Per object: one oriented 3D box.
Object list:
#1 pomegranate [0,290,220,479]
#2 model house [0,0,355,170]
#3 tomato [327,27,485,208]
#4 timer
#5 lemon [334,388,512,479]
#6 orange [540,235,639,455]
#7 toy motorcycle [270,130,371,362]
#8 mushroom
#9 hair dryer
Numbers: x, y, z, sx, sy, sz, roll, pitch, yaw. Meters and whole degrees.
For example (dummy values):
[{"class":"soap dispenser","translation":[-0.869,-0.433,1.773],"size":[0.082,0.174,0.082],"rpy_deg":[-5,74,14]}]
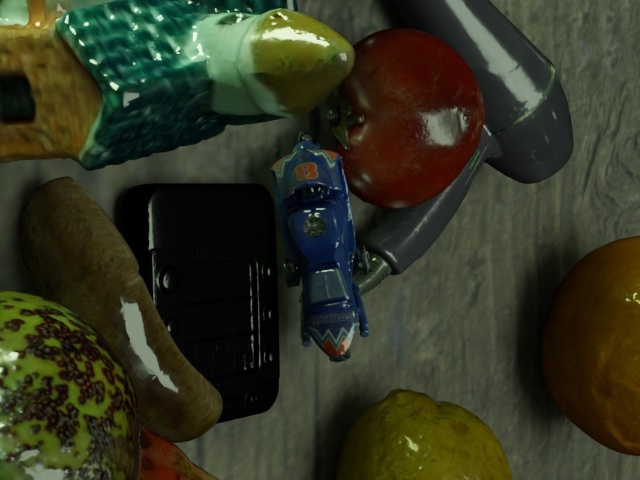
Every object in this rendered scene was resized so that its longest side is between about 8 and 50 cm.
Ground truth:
[{"class":"pomegranate","translation":[-0.164,0.143,0.667],"size":[0.248,0.214,0.214],"rpy_deg":[20,77,-26]},{"class":"model house","translation":[-0.092,-0.140,0.685],"size":[0.253,0.291,0.184],"rpy_deg":[-23,116,-47]},{"class":"tomato","translation":[0.084,-0.108,0.972],"size":[0.139,0.091,0.159],"rpy_deg":[3,86,-34]},{"class":"timer","translation":[-0.094,0.049,0.884],"size":[0.144,0.055,0.187],"rpy_deg":[-3,92,-52]},{"class":"lemon","translation":[0.097,0.241,1.048],"size":[0.170,0.170,0.207],"rpy_deg":[6,83,-51]},{"class":"orange","translation":[0.382,0.123,1.334],"size":[0.261,0.261,0.261],"rpy_deg":[-7,99,-50]},{"class":"toy motorcycle","translation":[0.000,0.000,0.942],"size":[0.114,0.076,0.205],"rpy_deg":[67,14,-79]},{"class":"mushroom","translation":[-0.137,0.058,0.765],"size":[0.072,0.094,0.210],"rpy_deg":[-35,107,-21]},{"class":"hair dryer","translation":[0.091,-0.087,1.070],"size":[0.301,0.121,0.361],"rpy_deg":[48,63,-32]}]
